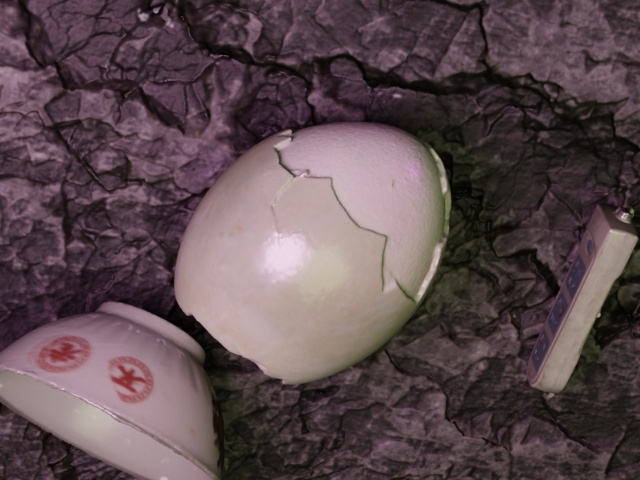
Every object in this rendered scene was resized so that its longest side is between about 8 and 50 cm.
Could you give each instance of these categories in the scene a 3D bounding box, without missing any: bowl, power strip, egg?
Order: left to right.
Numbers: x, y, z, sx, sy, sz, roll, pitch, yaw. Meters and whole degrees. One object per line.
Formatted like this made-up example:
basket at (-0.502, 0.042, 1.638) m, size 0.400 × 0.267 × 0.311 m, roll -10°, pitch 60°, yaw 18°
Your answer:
bowl at (-0.243, 0.177, 1.762) m, size 0.337 × 0.337 × 0.158 m, roll 33°, pitch 68°, yaw -19°
egg at (0.000, 0.000, 1.666) m, size 0.278 × 0.278 × 0.336 m, roll 37°, pitch 102°, yaw -20°
power strip at (0.337, 0.082, 1.849) m, size 0.048 × 0.080 × 0.286 m, roll 17°, pitch 114°, yaw -7°
